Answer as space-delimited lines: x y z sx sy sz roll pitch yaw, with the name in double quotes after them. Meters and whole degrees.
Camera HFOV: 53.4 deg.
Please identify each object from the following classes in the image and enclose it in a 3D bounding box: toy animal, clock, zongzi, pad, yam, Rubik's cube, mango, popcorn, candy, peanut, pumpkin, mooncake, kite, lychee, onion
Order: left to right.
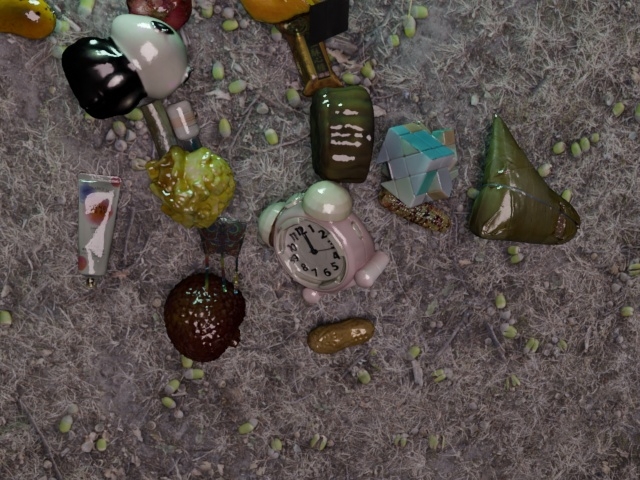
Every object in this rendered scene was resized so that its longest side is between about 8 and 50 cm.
-0.821 -0.620 1.752 0.178 0.090 0.115 11 106 -3 "mango"
-0.518 -0.478 1.750 0.309 0.251 0.251 -25 103 3 "toy animal"
-0.447 -0.675 1.784 0.183 0.147 0.184 3 134 3 "onion"
-0.469 -0.326 1.872 0.068 0.068 0.169 -19 103 -5 "yam"
-0.374 -0.149 1.833 0.259 0.259 0.212 -6 60 -8 "popcorn"
-0.347 0.231 1.898 0.260 0.260 0.261 -2 100 -9 "lychee"
-0.295 0.045 1.896 0.152 0.286 0.015 4 143 -12 "kite"
-0.130 -0.710 1.849 0.254 0.130 0.149 33 123 -9 "pumpkin"
-0.037 -0.560 1.883 0.143 0.101 0.271 -19 93 -15 "candy"
0.000 0.000 1.893 0.342 0.184 0.326 -24 110 37 "clock"
0.027 -0.642 1.842 0.193 0.004 0.116 -39 142 -40 "pad"
0.057 -0.305 1.848 0.161 0.290 0.290 -1 100 -7 "mooncake"
0.068 0.308 2.052 0.225 0.108 0.095 -13 97 -9 "peanut"
0.313 -0.236 1.921 0.213 0.265 0.224 -19 143 -42 "Rubik's cube"
0.679 -0.181 2.037 0.356 0.174 0.393 8 93 -15 "zongzi"

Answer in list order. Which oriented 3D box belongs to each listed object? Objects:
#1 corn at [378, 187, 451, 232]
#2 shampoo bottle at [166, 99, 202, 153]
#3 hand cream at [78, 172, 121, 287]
0.301 -0.099 2.029 0.253 0.086 0.086 25 95 -15 "corn"
-0.390 -0.316 1.881 0.074 0.074 0.192 -20 108 -5 "shampoo bottle"
-0.670 -0.026 1.896 0.124 0.078 0.341 5 95 -9 "hand cream"
